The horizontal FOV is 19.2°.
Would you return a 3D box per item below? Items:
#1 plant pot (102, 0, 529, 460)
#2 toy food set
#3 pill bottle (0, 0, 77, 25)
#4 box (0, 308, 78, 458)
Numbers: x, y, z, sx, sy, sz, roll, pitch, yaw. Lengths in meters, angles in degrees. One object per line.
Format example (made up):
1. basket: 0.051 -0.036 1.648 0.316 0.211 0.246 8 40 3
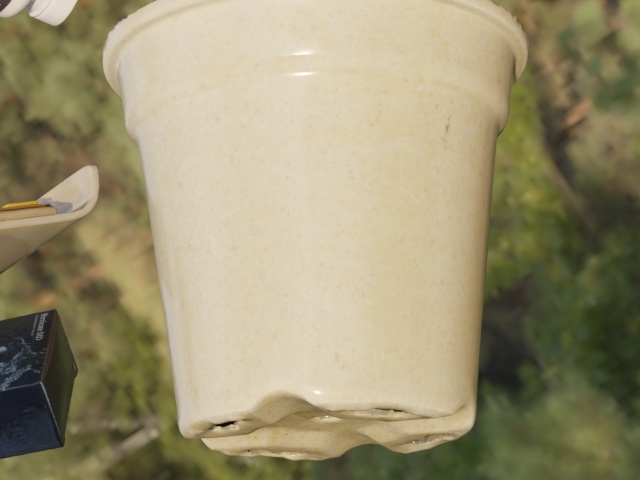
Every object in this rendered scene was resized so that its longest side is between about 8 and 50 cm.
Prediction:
1. plant pot: 0.000 0.000 1.442 0.334 0.334 0.305 90 178 -73
2. toy food set: -0.386 -0.011 1.804 0.220 0.306 0.092 -30 76 42
3. pill bottle: -0.339 -0.291 1.919 0.193 0.108 0.108 23 -172 -27
4. box: -0.364 0.166 2.112 0.156 0.158 0.093 -93 -10 -61
